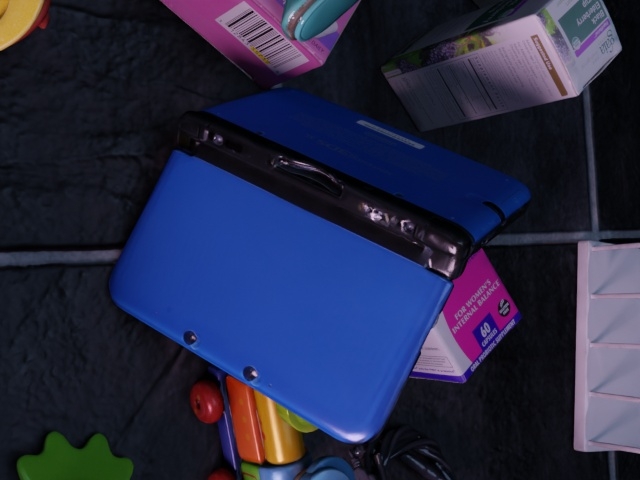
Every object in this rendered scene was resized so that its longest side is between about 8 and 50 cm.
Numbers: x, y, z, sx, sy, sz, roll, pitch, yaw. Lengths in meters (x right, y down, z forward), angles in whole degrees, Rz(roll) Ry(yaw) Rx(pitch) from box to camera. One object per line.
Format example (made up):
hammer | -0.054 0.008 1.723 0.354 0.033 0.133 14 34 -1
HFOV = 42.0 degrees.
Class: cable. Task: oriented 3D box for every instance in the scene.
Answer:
cable | 0.102 0.293 0.891 0.150 0.047 0.184 -1 62 -46

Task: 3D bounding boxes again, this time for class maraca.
maraca | -0.199 0.249 0.689 0.127 0.099 0.185 17 52 -42

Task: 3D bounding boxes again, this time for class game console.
game console | 0.000 0.000 0.760 0.250 0.293 0.173 -30 140 -52

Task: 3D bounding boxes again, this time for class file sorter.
file sorter | 0.463 0.143 1.089 0.193 0.173 0.277 7 83 -33

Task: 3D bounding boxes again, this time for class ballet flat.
ballet flat | 0.031 -0.264 0.758 0.247 0.083 0.087 -39 84 -29

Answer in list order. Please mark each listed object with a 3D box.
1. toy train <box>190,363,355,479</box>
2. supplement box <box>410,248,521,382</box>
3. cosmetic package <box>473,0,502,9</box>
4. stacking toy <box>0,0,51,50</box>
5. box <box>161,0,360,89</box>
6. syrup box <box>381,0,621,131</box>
toy train | -0.045 0.137 0.766 0.105 0.143 0.248 -12 93 -34
supplement box | 0.099 0.031 0.891 0.111 0.114 0.220 -42 107 -27
cosmetic package | 0.198 -0.330 1.016 0.115 0.060 0.041 39 65 -27
stacking toy | -0.373 -0.235 0.618 0.279 0.130 0.309 -32 102 1
box | -0.050 -0.315 0.814 0.213 0.117 0.243 39 66 -25
syrup box | 0.185 -0.194 0.889 0.093 0.237 0.096 -44 110 -27
